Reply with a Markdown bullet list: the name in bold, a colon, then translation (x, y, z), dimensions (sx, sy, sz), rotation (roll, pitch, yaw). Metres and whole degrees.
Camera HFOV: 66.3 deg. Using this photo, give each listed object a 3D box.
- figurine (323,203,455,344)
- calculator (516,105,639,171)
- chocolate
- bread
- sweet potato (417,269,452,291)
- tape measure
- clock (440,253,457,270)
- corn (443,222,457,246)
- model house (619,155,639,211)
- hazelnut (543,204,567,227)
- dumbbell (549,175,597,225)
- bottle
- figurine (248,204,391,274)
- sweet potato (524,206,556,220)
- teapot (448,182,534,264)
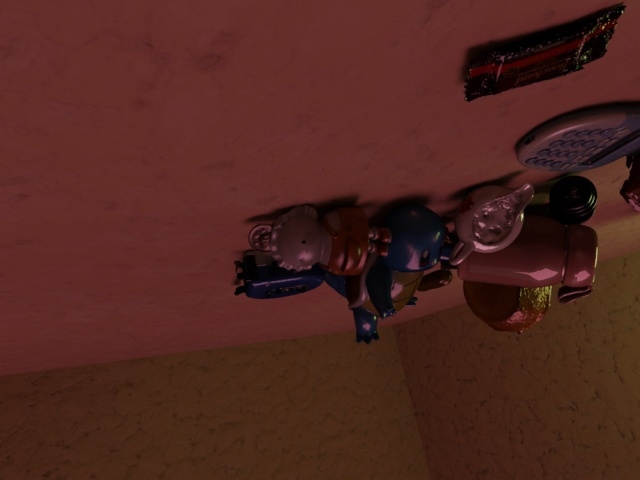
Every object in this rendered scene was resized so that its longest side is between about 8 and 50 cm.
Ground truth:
- **figurine**: translation (0.160, 0.081, 1.149), dimensions (0.297, 0.243, 0.416), rotation (-23, 173, -34)
- **calculator**: translation (0.487, -0.176, 0.867), dimensions (0.302, 0.043, 0.188), rotation (-6, 161, -22)
- **chocolate**: translation (0.257, -0.217, 0.578), dimensions (0.182, 0.028, 0.086), rotation (-16, 156, 8)
- **bread**: translation (0.630, 0.157, 1.675), dimensions (0.172, 0.313, 0.312), rotation (14, 151, -32)
- **sweet potato**: translation (0.442, 0.170, 1.976), dimensions (0.081, 0.062, 0.233), rotation (-6, 165, -28)
- **tape measure**: translation (-0.114, 0.105, 1.265), dimensions (0.215, 0.098, 0.351), rotation (-8, 166, -13)
- **clock**: translation (0.505, 0.034, 1.412), dimensions (0.324, 0.067, 0.325), rotation (-8, 178, 0)
- **corn**: translation (0.214, 0.041, 1.298), dimensions (0.312, 0.102, 0.101), rotation (-22, 162, 38)
- **model house**: translation (0.719, -0.123, 0.877), dimensions (0.196, 0.160, 0.254), rotation (37, 153, -6)
- **hazelnut**: translation (0.625, -0.063, 1.304), dimensions (0.086, 0.087, 0.086), rotation (-12, 164, -3)
- **dumbbell**: translation (0.577, -0.090, 1.123), dimensions (0.099, 0.099, 0.208), rotation (-19, 162, 21)
- **bottle**: translation (0.479, 0.038, 1.147), dimensions (0.296, 0.207, 0.173), rotation (5, -153, 21)
- **figurine**: translation (0.001, -0.004, 0.948), dimensions (0.270, 0.144, 0.143), rotation (8, 163, 0)
- **sweet potato**: translation (0.553, -0.050, 1.297), dimensions (0.074, 0.075, 0.269), rotation (-9, -179, -14)
- **teapot**: translation (0.351, -0.038, 1.047), dimensions (0.226, 0.145, 0.092), rotation (-53, -170, 12)
